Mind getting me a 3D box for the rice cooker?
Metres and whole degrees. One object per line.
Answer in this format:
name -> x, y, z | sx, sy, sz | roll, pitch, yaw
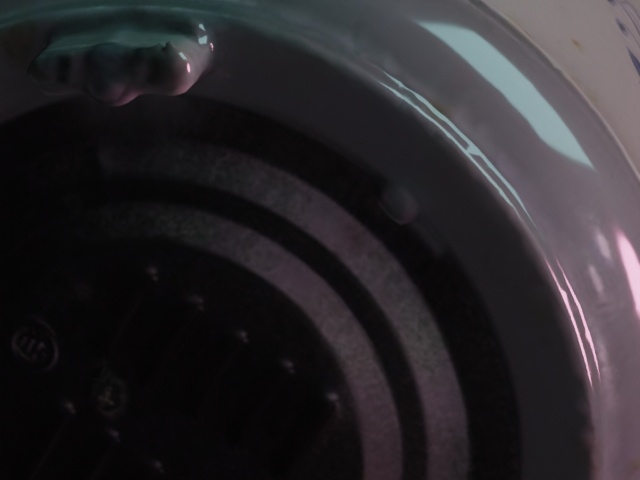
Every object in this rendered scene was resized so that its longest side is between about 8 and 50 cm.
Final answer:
rice cooker -> 0.000, 0.000, 0.546 | 0.317, 0.316, 0.264 | -76, 159, -69
